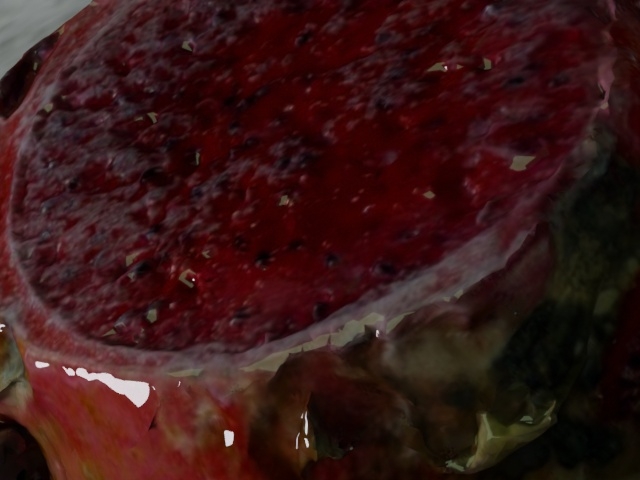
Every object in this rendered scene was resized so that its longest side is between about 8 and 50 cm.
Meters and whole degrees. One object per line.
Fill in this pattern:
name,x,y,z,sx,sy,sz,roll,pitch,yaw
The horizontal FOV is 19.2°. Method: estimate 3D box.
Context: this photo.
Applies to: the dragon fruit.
dragon fruit,0.000,0.000,0.469,0.211,0.147,0.282,-35,44,11
